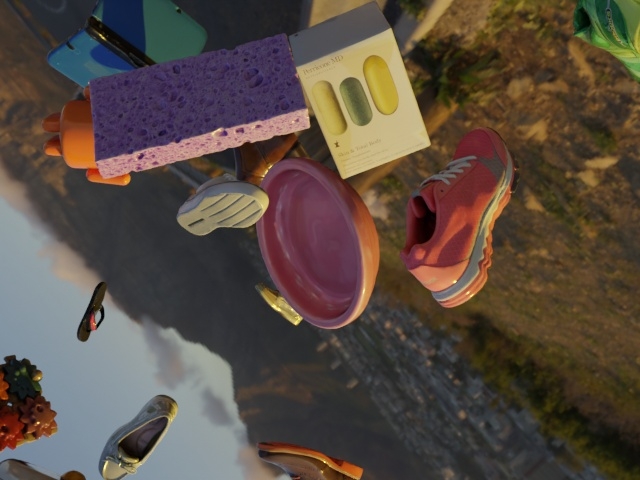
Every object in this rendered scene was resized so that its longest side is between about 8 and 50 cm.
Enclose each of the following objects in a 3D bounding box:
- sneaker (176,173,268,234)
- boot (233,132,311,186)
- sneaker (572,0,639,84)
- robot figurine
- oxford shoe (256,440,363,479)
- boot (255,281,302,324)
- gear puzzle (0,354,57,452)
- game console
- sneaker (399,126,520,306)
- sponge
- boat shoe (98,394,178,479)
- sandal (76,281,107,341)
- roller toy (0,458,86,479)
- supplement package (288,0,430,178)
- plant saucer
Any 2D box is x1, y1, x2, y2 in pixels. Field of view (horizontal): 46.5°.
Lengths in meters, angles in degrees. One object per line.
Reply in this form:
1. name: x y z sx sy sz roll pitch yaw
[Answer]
1. sneaker: -0.167 -0.077 1.294 0.094 0.091 0.258 40 152 -27
2. boot: -0.202 -0.218 1.670 0.280 0.264 0.096 52 -163 -9
3. sneaker: 0.357 -0.251 0.836 0.123 0.109 0.295 38 -165 21
4. robot figurine: -0.392 -0.195 1.367 0.128 0.219 0.158 102 169 -72
5. oxford shoe: -0.026 0.498 1.589 0.271 0.098 0.097 27 161 -27
6. boot: -0.097 0.164 2.465 0.213 0.165 0.077 42 -176 -29
7. gear puzzle: -0.603 0.294 1.296 0.339 0.044 0.175 -4 -115 -64
8. game console: -0.461 -0.468 1.802 0.293 0.250 0.173 34 -137 -44
9. sneaker: 0.201 -0.064 1.109 0.136 0.314 0.116 34 148 -26
10. sponge: -0.123 -0.135 0.739 0.031 0.210 0.117 77 179 -55
11. boat shoe: -0.535 0.587 2.159 0.118 0.320 0.103 42 -171 -15
12. sandal: -0.570 0.189 1.886 0.040 0.179 0.067 27 -160 3
13. roller toy: -0.335 0.357 0.923 0.191 0.146 0.209 20 160 7
14. supplement package: 0.078 -0.309 1.526 0.198 0.199 0.263 -100 -13 -57
15. plant saucer: 0.000 0.000 1.421 0.332 0.084 0.332 29 129 44
